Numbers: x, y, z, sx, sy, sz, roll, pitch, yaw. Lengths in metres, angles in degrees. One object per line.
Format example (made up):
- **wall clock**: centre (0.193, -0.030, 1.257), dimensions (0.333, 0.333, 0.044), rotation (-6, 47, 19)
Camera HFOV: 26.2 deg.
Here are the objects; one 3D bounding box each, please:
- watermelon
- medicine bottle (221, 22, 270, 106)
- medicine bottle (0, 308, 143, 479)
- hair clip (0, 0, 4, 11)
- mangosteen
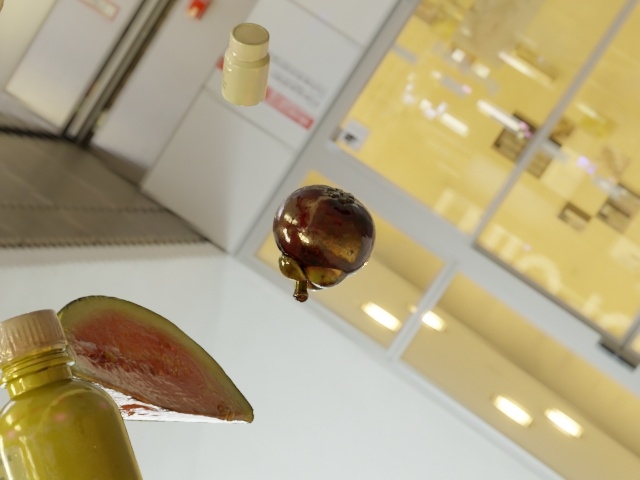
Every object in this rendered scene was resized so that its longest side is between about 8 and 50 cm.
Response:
- **watermelon**: centre (-0.221, 0.130, 1.556), dimensions (0.159, 0.128, 0.303), rotation (-5, 161, 38)
- **medicine bottle**: centre (-0.084, -0.199, 1.559), dimensions (0.052, 0.089, 0.052), rotation (5, -135, -5)
- **medicine bottle**: centre (-0.239, 0.172, 1.241), dimensions (0.122, 0.122, 0.212), rotation (6, -118, -70)
- **hair clip**: centre (-0.203, -0.148, 0.806), dimensions (0.075, 0.146, 0.257), rotation (14, -125, -4)
- **mangosteen**: centre (0.001, -0.003, 1.036), dimensions (0.081, 0.081, 0.081), rotation (32, -171, -6)
